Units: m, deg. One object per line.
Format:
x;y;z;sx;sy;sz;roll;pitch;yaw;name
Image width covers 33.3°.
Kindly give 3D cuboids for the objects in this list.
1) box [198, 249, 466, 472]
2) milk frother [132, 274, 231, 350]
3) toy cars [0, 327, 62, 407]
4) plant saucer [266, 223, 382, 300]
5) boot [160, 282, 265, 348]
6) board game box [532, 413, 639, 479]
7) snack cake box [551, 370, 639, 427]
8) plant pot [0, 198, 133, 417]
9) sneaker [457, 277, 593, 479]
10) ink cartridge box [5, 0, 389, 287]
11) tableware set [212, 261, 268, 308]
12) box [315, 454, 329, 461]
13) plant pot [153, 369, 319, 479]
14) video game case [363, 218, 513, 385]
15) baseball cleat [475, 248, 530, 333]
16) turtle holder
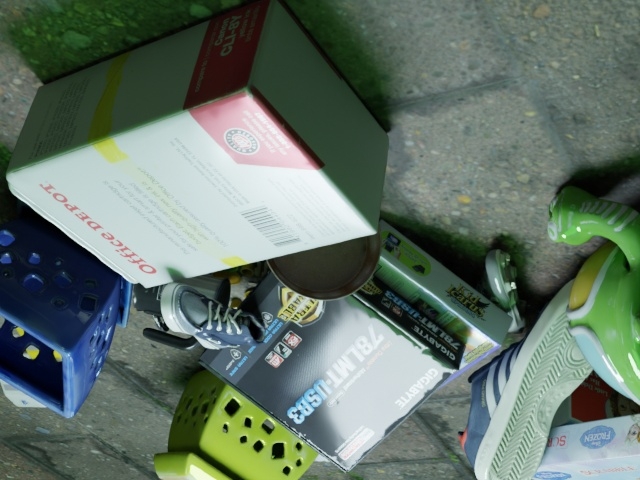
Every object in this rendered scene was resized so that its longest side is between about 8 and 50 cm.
0.011;0.168;1.577;0.293;0.073;0.295;39;126;-4;box
-0.214;0.102;1.708;0.134;0.129;0.143;13;-169;12;milk frother
-0.524;0.244;2.001;0.176;0.087;0.394;21;145;-16;toy cars
0.000;0.000;1.452;0.168;0.169;0.029;16;165;-10;plant saucer
-0.145;0.104;1.476;0.086;0.069;0.190;-2;162;19;boot
0.505;0.352;1.601;0.318;0.066;0.318;26;154;-23;board game box
0.474;0.283;1.745;0.264;0.152;0.089;25;143;-21;snack cake box
-0.407;0.087;1.596;0.235;0.212;0.236;29;146;6;plant pot
0.302;0.193;1.599;0.131;0.148;0.350;20;105;-27;sneaker
-0.150;-0.104;1.329;0.384;0.161;0.279;-14;140;30;ink cartridge box
-0.124;0.075;1.709;0.103;0.024;0.154;10;146;0;tableware set
-0.023;0.322;2.007;0.063;0.067;0.324;-2;143;17;box
-0.157;0.375;1.916;0.227;0.207;0.228;38;155;-16;plant pot
0.116;0.118;1.613;0.244;0.061;0.269;38;142;-4;video game case
0.247;0.085;1.585;0.109;0.072;0.206;-4;143;20;baseball cleat
0.422;0.090;1.402;0.320;0.244;0.227;21;171;-24;turtle holder
